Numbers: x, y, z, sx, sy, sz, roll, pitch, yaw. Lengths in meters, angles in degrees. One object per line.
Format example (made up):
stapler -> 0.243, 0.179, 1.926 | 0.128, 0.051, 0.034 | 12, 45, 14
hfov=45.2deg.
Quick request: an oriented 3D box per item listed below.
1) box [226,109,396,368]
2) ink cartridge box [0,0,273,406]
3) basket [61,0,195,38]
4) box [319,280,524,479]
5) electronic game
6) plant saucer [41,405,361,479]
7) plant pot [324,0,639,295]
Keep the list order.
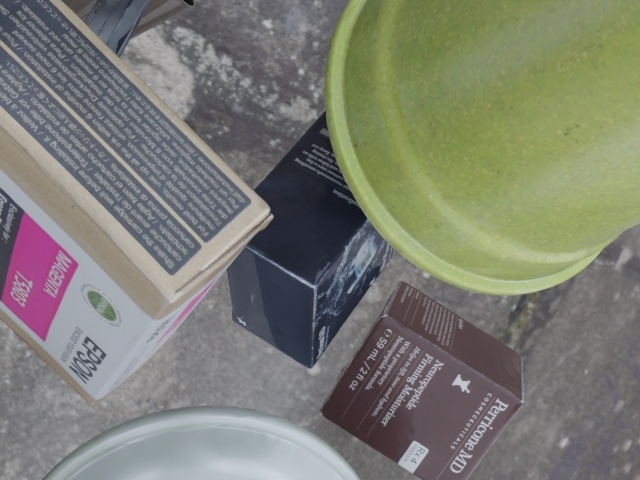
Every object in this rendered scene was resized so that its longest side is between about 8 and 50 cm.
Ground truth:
box -> 0.000, 0.000, 0.662 | 0.158, 0.093, 0.156 | -51, 162, -27
ink cartridge box -> -0.162, -0.012, 0.488 | 0.088, 0.193, 0.235 | -45, 180, -36
basket -> -0.386, -0.466, 1.473 | 0.226, 0.204, 0.154 | -33, 176, 16
box -> 0.139, 0.189, 1.025 | 0.169, 0.203, 0.167 | -60, 174, 17
electronic game -> -0.209, -0.149, 0.686 | 0.048, 0.229, 0.229 | 31, 89, -23
plant saucer -> -0.123, 0.368, 0.786 | 0.400, 0.100, 0.401 | -3, 107, -10
plant pot -> 0.177, -0.117, 0.477 | 0.276, 0.254, 0.276 | 5, 78, -22
